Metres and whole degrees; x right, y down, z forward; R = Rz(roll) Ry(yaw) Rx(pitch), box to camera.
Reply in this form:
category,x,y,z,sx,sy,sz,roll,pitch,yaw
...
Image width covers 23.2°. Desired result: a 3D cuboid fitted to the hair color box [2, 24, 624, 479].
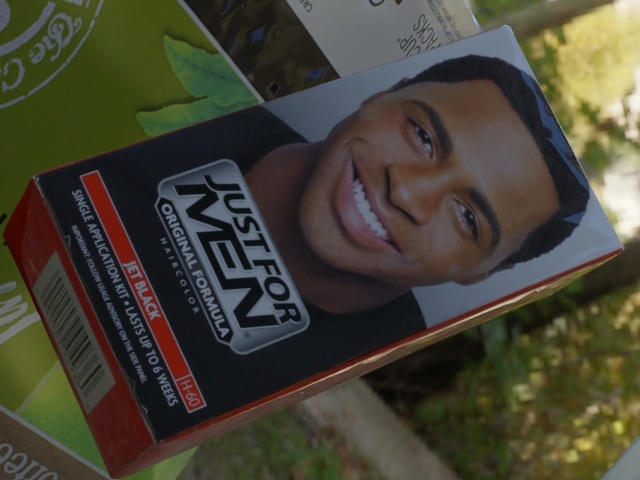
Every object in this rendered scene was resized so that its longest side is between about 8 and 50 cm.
category,x,y,z,sx,sy,sz,roll,pitch,yaw
hair color box,0.000,0.000,0.398,0.072,0.141,0.043,64,-28,9

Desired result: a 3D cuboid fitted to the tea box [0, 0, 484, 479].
category,x,y,z,sx,sy,sz,roll,pitch,yaw
tea box,-0.140,-0.085,0.676,0.220,0.323,0.329,32,-9,35

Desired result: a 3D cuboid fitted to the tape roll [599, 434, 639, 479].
category,x,y,z,sx,sy,sz,roll,pitch,yaw
tape roll,0.189,0.151,0.217,0.072,0.392,0.392,45,33,-51
